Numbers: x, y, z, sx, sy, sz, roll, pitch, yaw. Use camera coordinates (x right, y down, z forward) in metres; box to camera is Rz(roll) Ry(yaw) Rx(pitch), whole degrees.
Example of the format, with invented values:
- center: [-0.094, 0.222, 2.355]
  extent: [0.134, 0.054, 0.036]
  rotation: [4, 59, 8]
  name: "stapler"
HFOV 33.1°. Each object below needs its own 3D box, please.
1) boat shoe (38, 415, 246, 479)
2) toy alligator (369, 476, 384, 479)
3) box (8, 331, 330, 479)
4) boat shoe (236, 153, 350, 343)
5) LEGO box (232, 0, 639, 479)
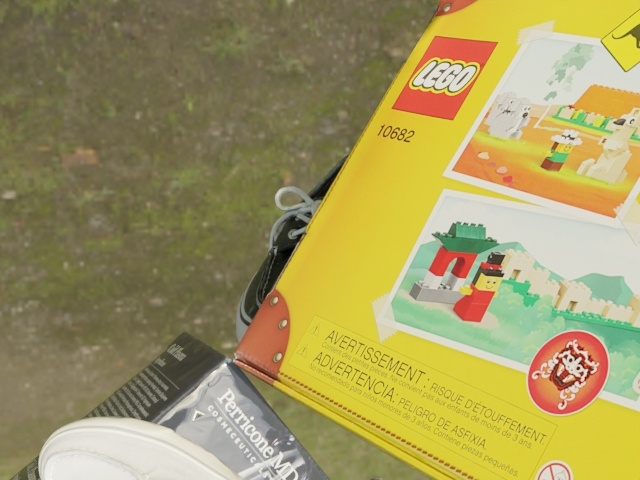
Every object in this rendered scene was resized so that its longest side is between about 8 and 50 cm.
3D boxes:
- center: [-0.068, 0.146, 0.524]
  extent: [0.184, 0.066, 0.063]
  rotation: [29, -164, 14]
  name: "boat shoe"
- center: [0.125, 0.302, 1.105]
  extent: [0.189, 0.056, 0.051]
  rotation: [23, -154, 14]
  name: "toy alligator"
- center: [-0.109, 0.307, 0.875]
  extent: [0.312, 0.343, 0.179]
  rotation: [-41, -167, -13]
  name: "box"
- center: [0.004, 0.001, 1.058]
  extent: [0.113, 0.306, 0.105]
  rotation: [12, 122, 24]
  name: "boat shoe"
- center: [0.226, 0.024, 0.669]
  extent: [0.193, 0.372, 0.500]
  rotation: [37, 170, -38]
  name: "LEGO box"
